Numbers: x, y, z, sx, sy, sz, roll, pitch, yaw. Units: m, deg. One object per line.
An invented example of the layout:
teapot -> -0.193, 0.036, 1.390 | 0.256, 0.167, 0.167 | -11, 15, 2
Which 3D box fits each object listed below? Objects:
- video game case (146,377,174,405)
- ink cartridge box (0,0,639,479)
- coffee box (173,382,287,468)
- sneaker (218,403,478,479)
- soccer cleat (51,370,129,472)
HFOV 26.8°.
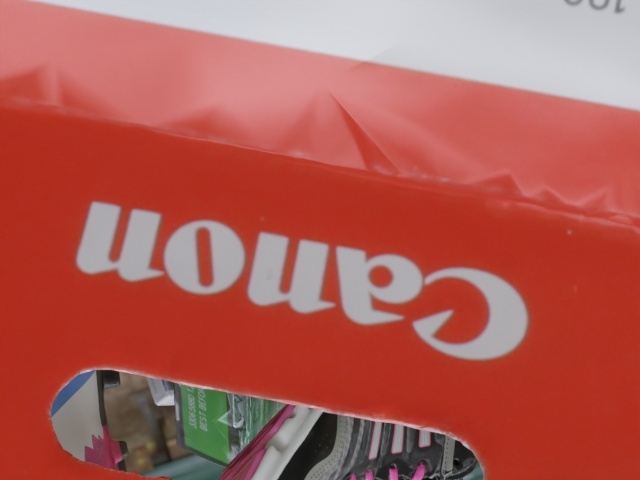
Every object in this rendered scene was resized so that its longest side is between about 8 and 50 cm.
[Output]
video game case -> -0.108, 0.071, 1.256 | 0.022, 0.173, 0.190 | -34, 156, 31
ink cartridge box -> 0.014, -0.092, 0.382 | 0.308, 0.385, 0.091 | 11, 155, 1
coffee box -> 0.000, 0.000, 0.574 | 0.184, 0.040, 0.113 | -52, 156, -39
sneaker -> 0.019, 0.083, 0.506 | 0.063, 0.075, 0.170 | -48, 173, 31
soccer cleat -> -0.225, 0.165, 1.068 | 0.143, 0.331, 0.116 | -5, 135, -9
